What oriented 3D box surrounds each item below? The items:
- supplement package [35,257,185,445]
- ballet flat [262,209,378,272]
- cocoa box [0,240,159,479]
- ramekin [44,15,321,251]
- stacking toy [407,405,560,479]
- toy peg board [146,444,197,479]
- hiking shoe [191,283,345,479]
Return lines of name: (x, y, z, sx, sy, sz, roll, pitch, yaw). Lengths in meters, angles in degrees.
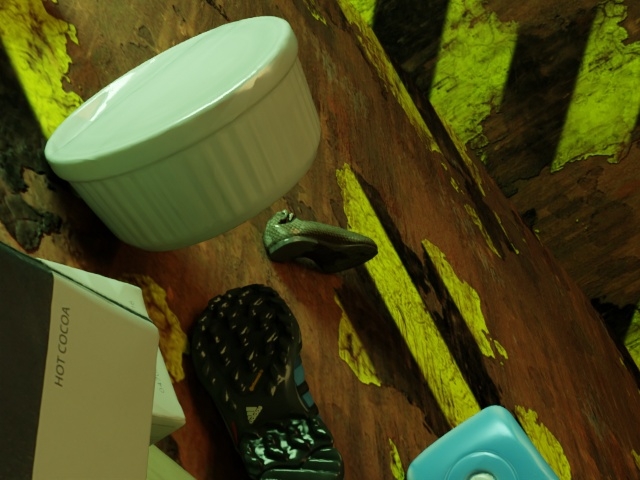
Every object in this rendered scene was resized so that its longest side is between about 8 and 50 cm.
supplement package: (-0.196, 0.108, 0.731, 0.105, 0.179, 0.105, 24, 38, -58)
ballet flat: (0.000, 0.000, 1.542, 0.250, 0.084, 0.058, 10, 51, -57)
cocoa box: (-0.216, 0.163, 0.341, 0.228, 0.231, 0.347, 35, 45, -44)
ramekin: (-0.124, -0.101, 1.133, 0.273, 0.273, 0.127, -85, 150, -61)
stacking toy: (0.242, 0.351, 1.503, 0.175, 0.166, 0.302, 55, 4, 29)
toy peg board: (-0.114, 0.234, 0.832, 0.161, 0.079, 0.160, 46, 3, -29)
hiking shoe: (-0.054, 0.174, 1.138, 0.304, 0.113, 0.132, -111, -172, -47)
